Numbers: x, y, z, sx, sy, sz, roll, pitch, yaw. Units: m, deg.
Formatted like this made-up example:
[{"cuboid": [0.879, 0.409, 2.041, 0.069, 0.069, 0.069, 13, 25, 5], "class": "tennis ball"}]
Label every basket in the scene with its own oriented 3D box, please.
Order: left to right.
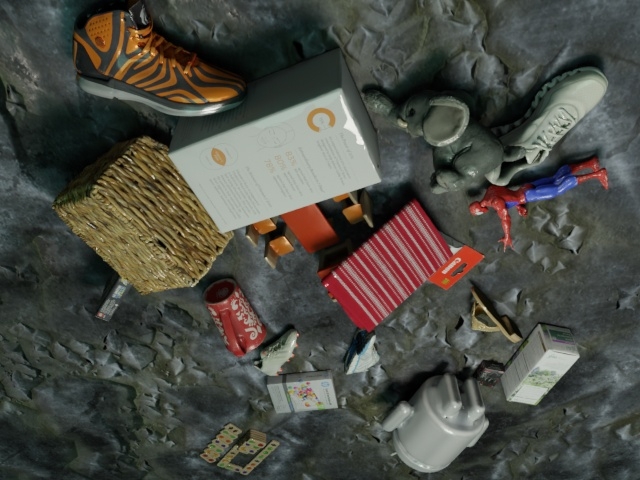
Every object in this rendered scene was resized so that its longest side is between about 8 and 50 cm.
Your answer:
[{"cuboid": [-0.361, -0.058, 1.399, 0.223, 0.213, 0.299, -12, 128, 48], "class": "basket"}]

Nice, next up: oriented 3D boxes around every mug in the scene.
[{"cuboid": [-0.208, 0.192, 1.651, 0.113, 0.150, 0.169, -33, 126, -16], "class": "mug"}]

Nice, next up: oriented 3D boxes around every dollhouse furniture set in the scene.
[{"cuboid": [0.000, 0.000, 1.476, 0.262, 0.135, 0.259, -23, 128, 19], "class": "dollhouse furniture set"}]

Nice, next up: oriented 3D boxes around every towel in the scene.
[{"cuboid": [0.148, 0.059, 1.469, 0.275, 0.031, 0.199, -42, 125, -2], "class": "towel"}]

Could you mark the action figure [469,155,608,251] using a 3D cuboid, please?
[{"cuboid": [0.466, -0.075, 1.435, 0.281, 0.091, 0.139, -13, 120, 11], "class": "action figure"}]

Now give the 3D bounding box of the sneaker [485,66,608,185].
[{"cuboid": [0.434, -0.214, 1.300, 0.110, 0.118, 0.292, 35, 122, -25], "class": "sneaker"}]

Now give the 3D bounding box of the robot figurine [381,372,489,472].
[{"cuboid": [0.330, 0.524, 1.898, 0.300, 0.199, 0.353, 18, 129, -13], "class": "robot figurine"}]

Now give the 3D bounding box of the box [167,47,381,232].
[{"cuboid": [-0.081, -0.187, 1.289, 0.345, 0.168, 0.215, -17, 129, 15], "class": "box"}]

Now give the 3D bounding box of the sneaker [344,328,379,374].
[{"cuboid": [0.125, 0.296, 1.793, 0.083, 0.071, 0.190, 6, 140, -14], "class": "sneaker"}]

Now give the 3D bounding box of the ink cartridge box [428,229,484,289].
[{"cuboid": [0.279, 0.056, 1.588, 0.179, 0.045, 0.145, 28, 127, -19], "class": "ink cartridge box"}]

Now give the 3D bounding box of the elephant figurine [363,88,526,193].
[{"cuboid": [0.231, -0.222, 1.272, 0.186, 0.169, 0.239, -31, 102, -14], "class": "elephant figurine"}]

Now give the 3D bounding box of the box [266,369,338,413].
[{"cuboid": [-0.050, 0.440, 1.933, 0.186, 0.038, 0.145, -7, 131, 5], "class": "box"}]

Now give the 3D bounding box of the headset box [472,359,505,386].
[{"cuboid": [0.474, 0.372, 1.874, 0.062, 0.032, 0.083, 13, 132, -11], "class": "headset box"}]

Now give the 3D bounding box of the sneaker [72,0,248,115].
[{"cuboid": [-0.287, -0.333, 1.183, 0.321, 0.124, 0.180, 8, 132, -3], "class": "sneaker"}]

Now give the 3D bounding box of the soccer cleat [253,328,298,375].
[{"cuboid": [-0.119, 0.302, 1.794, 0.076, 0.068, 0.196, 21, 131, -13], "class": "soccer cleat"}]

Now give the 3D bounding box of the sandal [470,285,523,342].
[{"cuboid": [0.422, 0.208, 1.693, 0.079, 0.088, 0.240, -37, 127, 21], "class": "sandal"}]

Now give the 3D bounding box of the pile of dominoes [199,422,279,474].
[{"cuboid": [-0.267, 0.689, 2.154, 0.196, 0.040, 0.251, 25, 127, -20], "class": "pile of dominoes"}]

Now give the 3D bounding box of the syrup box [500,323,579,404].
[{"cuboid": [0.586, 0.337, 1.800, 0.093, 0.096, 0.236, 11, 130, -12], "class": "syrup box"}]

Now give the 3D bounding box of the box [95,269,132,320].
[{"cuboid": [-0.465, 0.085, 1.569, 0.036, 0.114, 0.207, 26, 127, -21], "class": "box"}]
